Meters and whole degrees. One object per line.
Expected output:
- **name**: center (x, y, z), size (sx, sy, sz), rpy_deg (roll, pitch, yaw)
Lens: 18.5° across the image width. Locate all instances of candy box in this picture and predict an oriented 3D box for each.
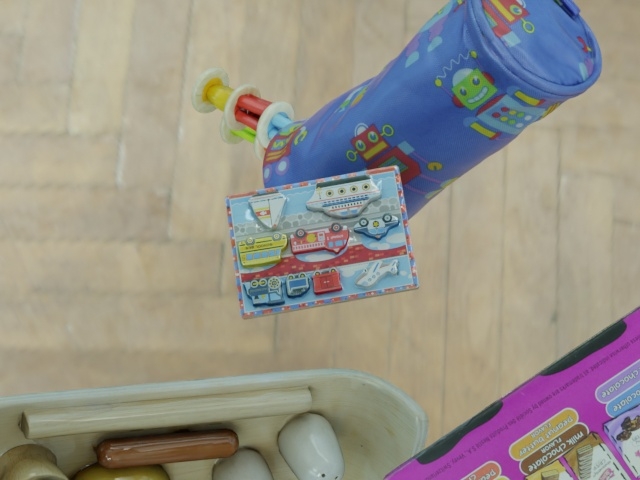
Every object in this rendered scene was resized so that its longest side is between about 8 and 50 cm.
- **candy box**: center (0.157, 0.169, 0.914), size (0.159, 0.071, 0.233), rpy_deg (-33, 74, -6)

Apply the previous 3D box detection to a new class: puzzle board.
- **puzzle board**: center (0.000, 0.000, 1.398), size (0.128, 0.011, 0.096), rpy_deg (-10, 68, 2)

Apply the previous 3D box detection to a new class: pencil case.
- **pencil case**: center (0.078, -0.096, 1.492), size (0.119, 0.306, 0.133), rpy_deg (45, 46, -8)

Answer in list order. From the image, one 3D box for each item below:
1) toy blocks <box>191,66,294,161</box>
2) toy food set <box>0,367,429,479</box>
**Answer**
- **toy blocks**: center (-0.052, -0.115, 2.058), size (0.148, 0.123, 0.054), rpy_deg (30, 80, 35)
- **toy food set**: center (-0.096, 0.199, 1.205), size (0.306, 0.220, 0.092), rpy_deg (-3, 36, -24)
